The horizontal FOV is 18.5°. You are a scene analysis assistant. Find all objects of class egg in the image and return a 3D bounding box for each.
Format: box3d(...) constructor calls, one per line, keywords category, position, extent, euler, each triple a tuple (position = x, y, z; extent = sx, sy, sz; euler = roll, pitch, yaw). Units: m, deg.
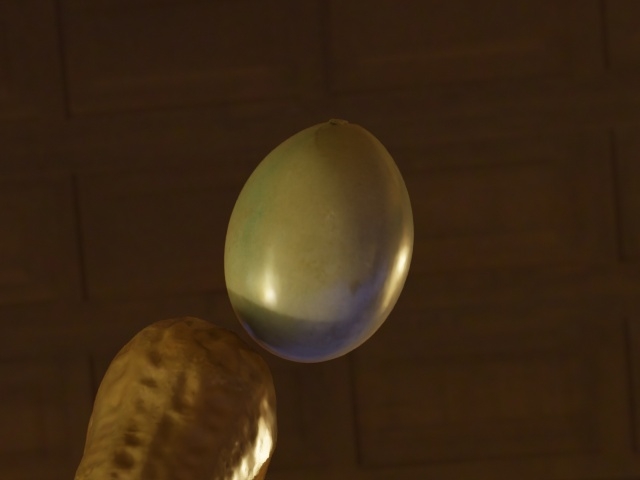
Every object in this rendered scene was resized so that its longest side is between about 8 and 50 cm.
box3d(category="egg", position=(0.000, 0.000, 1.201), extent=(0.114, 0.152, 0.114), euler=(13, 168, 3))

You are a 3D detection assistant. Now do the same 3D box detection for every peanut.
box3d(category="peanut", position=(-0.093, 0.152, 1.128), extent=(0.110, 0.236, 0.120), euler=(28, 144, -16))
